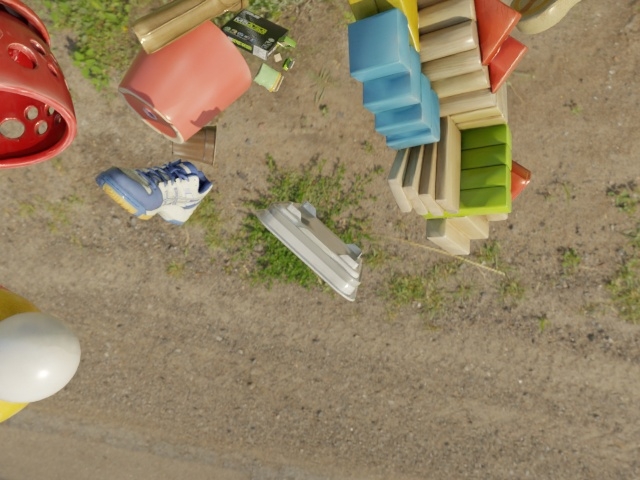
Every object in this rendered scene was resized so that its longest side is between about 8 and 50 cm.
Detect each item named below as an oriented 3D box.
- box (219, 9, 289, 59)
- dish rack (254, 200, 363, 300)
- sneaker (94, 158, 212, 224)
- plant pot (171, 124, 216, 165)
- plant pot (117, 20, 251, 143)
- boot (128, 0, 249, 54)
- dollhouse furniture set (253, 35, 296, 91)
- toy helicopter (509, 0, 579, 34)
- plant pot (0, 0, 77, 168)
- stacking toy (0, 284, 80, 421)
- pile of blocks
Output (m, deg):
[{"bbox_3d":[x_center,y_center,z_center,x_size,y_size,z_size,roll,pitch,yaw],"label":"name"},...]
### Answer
[{"bbox_3d":[-0.235,-0.739,1.642,0.191,0.184,0.045,27,144,3],"label":"box"},{"bbox_3d":[0.000,0.000,1.077,0.285,0.333,0.072,43,99,2],"label":"dish rack"},{"bbox_3d":[-0.312,-0.115,0.893,0.131,0.296,0.112,-45,85,4],"label":"sneaker"},{"bbox_3d":[-0.508,-0.391,1.842,0.165,0.167,0.166,5,127,-17],"label":"plant pot"},{"bbox_3d":[-0.353,-0.400,1.160,0.275,0.243,0.275,34,167,9],"label":"plant pot"},{"bbox_3d":[-0.293,-0.514,1.033,0.270,0.236,0.089,-34,109,-5],"label":"boot"},{"bbox_3d":[-0.126,-0.517,1.349,0.076,0.059,0.151,23,95,-33],"label":"dollhouse furniture set"},{"bbox_3d":[0.417,-0.406,0.593,0.355,0.234,0.140,-25,140,36],"label":"toy helicopter"},{"bbox_3d":[-0.431,-0.209,0.591,0.191,0.191,0.174,-26,72,27],"label":"plant pot"},{"bbox_3d":[-0.532,0.183,0.690,0.480,0.350,0.350,-5,123,31],"label":"stacking toy"},{"bbox_3d":[0.120,-0.116,0.395,0.113,0.148,0.362,-4,139,34],"label":"pile of blocks"}]
